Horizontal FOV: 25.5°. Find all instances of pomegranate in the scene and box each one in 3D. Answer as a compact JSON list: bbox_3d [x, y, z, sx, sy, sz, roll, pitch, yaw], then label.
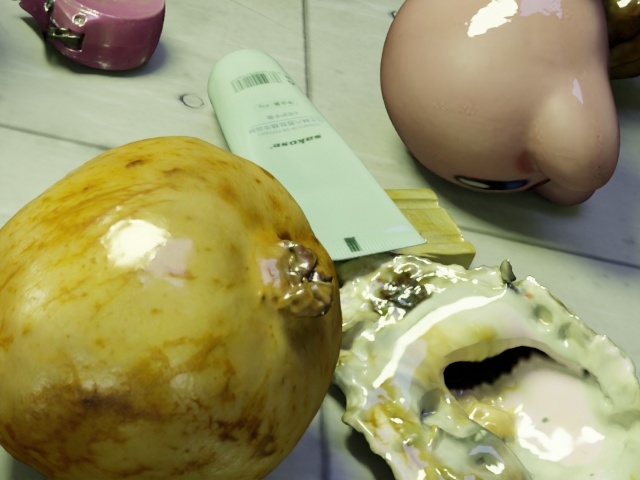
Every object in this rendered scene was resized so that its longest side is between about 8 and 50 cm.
[{"bbox_3d":[-0.095,0.051,0.866,0.248,0.248,0.248,13,35,-10],"label":"pomegranate"}]

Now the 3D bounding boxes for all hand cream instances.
[{"bbox_3d":[-0.023,-0.073,1.171,0.109,0.067,0.320,-8,32,-17],"label":"hand cream"}]

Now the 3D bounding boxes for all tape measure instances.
[{"bbox_3d":[-0.207,-0.211,1.306,0.125,0.074,0.118,-13,47,-35],"label":"tape measure"}]

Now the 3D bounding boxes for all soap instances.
[{"bbox_3d":[0.000,-0.001,1.155,0.252,0.037,0.092,-2,39,-29],"label":"soap"}]

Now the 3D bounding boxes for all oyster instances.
[{"bbox_3d":[0.130,0.130,0.999,0.201,0.107,0.354,-28,57,-8],"label":"oyster"}]

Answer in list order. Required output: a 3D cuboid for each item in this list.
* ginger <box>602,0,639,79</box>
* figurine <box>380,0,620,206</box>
[{"bbox_3d":[0.269,-0.272,1.522,0.269,0.200,0.223,-9,-10,22],"label":"ginger"},{"bbox_3d":[0.160,-0.167,1.281,0.211,0.261,0.270,2,-2,4],"label":"figurine"}]
